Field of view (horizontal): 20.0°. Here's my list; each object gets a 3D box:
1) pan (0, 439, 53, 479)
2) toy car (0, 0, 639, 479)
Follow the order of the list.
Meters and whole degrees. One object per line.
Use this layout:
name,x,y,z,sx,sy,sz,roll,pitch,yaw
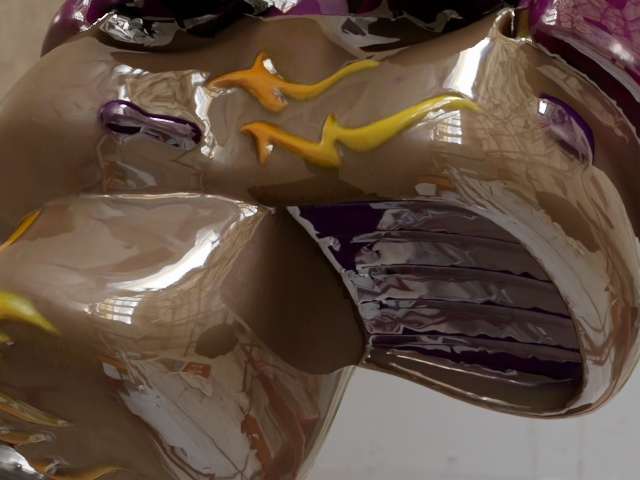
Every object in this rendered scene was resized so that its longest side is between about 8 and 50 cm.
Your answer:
pan,-0.199,0.170,1.036,0.136,0.235,0.028,50,46,-22
toy car,0.000,0.000,0.811,0.271,0.340,0.240,61,39,-46
